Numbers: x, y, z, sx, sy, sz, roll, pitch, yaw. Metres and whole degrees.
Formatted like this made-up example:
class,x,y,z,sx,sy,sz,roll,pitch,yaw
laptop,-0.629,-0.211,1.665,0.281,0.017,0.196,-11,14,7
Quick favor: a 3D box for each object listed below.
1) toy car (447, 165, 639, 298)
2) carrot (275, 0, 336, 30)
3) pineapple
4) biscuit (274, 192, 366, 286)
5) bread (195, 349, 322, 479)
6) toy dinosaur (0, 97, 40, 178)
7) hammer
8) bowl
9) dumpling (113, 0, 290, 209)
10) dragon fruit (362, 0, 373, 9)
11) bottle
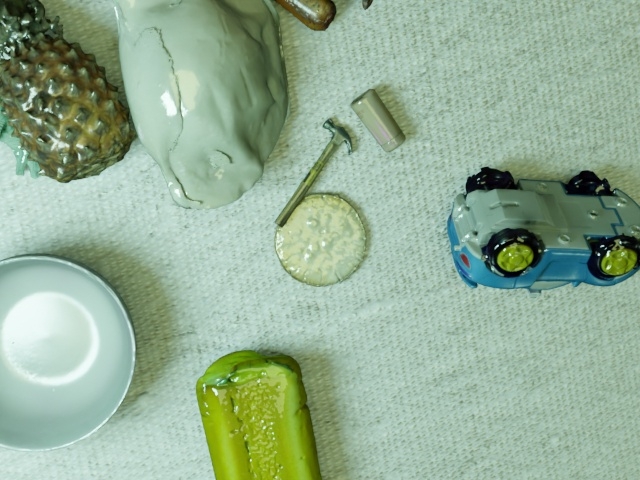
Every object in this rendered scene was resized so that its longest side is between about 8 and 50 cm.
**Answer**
class,x,y,z,sx,sy,sz,roll,pitch,yaw
toy car,0.349,0.002,1.578,0.314,0.198,0.166,1,131,-10
carrot,-0.050,-0.371,1.541,0.161,0.055,0.055,33,93,-3
pineapple,-0.404,-0.259,1.475,0.175,0.175,0.361,-28,87,-2
biscuit,0.000,0.000,1.612,0.152,0.020,0.152,-1,98,-7
bread,-0.085,0.352,1.606,0.166,0.112,0.384,-12,99,-8
toy dinosaur,-0.541,-0.234,1.484,0.129,0.076,0.383,-42,109,-32
hammer,-0.012,-0.097,1.589,0.062,0.017,0.182,34,86,-12
bowl,-0.412,0.153,1.526,0.287,0.144,0.287,-1,98,-6
dumpling,-0.155,-0.235,1.490,0.260,0.181,0.341,-19,77,-27
dragon fruit,-0.037,-0.495,1.403,0.262,0.296,0.314,4,89,14
bottle,0.089,-0.183,1.584,0.045,0.045,0.096,-36,101,0
